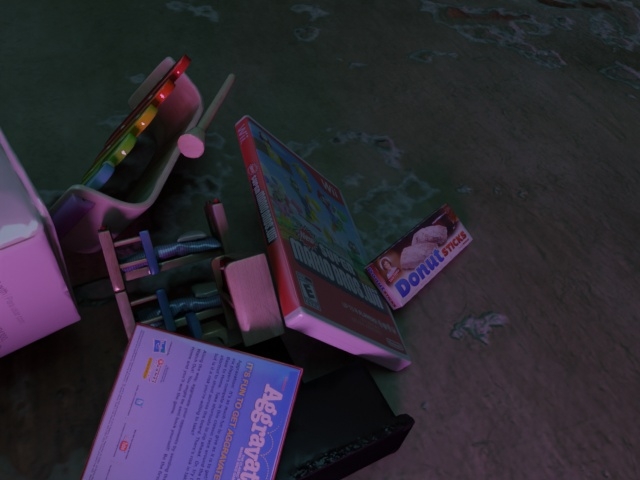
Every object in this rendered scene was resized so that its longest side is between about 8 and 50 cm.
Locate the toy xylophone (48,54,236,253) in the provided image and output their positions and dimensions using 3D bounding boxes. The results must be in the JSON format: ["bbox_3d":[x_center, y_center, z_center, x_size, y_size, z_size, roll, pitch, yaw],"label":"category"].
[{"bbox_3d":[-0.222,-0.127,0.641,0.081,0.236,0.323,39,29,-27],"label":"toy xylophone"}]

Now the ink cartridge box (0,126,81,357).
[{"bbox_3d":[-0.442,0.015,0.401,0.384,0.160,0.279,-27,64,-28],"label":"ink cartridge box"}]

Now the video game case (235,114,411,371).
[{"bbox_3d":[0.000,0.000,0.584,0.025,0.204,0.285,-36,49,20],"label":"video game case"}]

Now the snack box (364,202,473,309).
[{"bbox_3d":[0.132,0.016,0.655,0.178,0.022,0.064,-35,90,-37],"label":"snack box"}]

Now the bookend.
[{"bbox_3d":[-0.020,0.158,0.502,0.156,0.072,0.157,-17,53,-23],"label":"bookend"}]

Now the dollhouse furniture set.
[{"bbox_3d":[-0.136,0.033,0.495,0.129,0.183,0.129,-16,97,-21],"label":"dollhouse furniture set"}]

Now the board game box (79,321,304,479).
[{"bbox_3d":[-0.118,0.218,0.384,0.145,0.027,0.281,14,76,6],"label":"board game box"}]
